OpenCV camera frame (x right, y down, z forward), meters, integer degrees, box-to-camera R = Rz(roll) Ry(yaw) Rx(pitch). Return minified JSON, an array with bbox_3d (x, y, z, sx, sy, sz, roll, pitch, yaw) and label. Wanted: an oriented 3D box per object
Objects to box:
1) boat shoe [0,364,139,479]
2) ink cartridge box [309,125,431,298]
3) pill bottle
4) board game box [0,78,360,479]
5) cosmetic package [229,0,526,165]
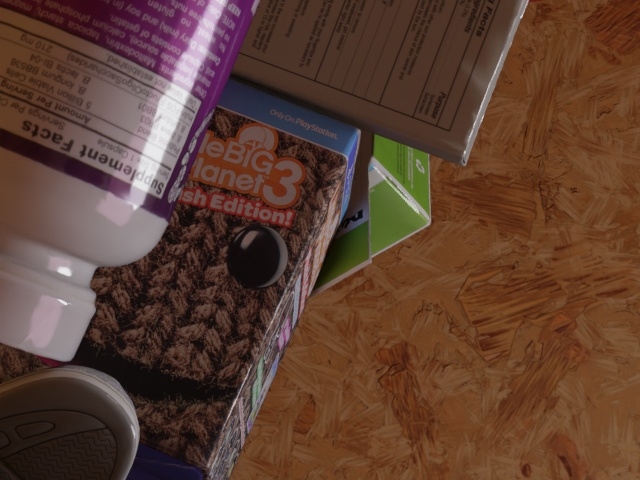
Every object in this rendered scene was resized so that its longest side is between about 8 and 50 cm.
[{"bbox_3d":[-0.233,0.164,0.913,0.320,0.118,0.103,-41,-160,27],"label":"boat shoe"},{"bbox_3d":[0.000,0.000,1.312,0.188,0.097,0.255,-30,-146,25],"label":"ink cartridge box"},{"bbox_3d":[-0.148,-0.089,0.859,0.169,0.169,0.302,50,63,-83],"label":"pill bottle"},{"bbox_3d":[-0.131,0.022,1.109,0.141,0.232,0.291,98,14,-66],"label":"board game box"},{"bbox_3d":[-0.003,-0.186,1.129,0.113,0.309,0.160,15,97,-85],"label":"cosmetic package"}]
